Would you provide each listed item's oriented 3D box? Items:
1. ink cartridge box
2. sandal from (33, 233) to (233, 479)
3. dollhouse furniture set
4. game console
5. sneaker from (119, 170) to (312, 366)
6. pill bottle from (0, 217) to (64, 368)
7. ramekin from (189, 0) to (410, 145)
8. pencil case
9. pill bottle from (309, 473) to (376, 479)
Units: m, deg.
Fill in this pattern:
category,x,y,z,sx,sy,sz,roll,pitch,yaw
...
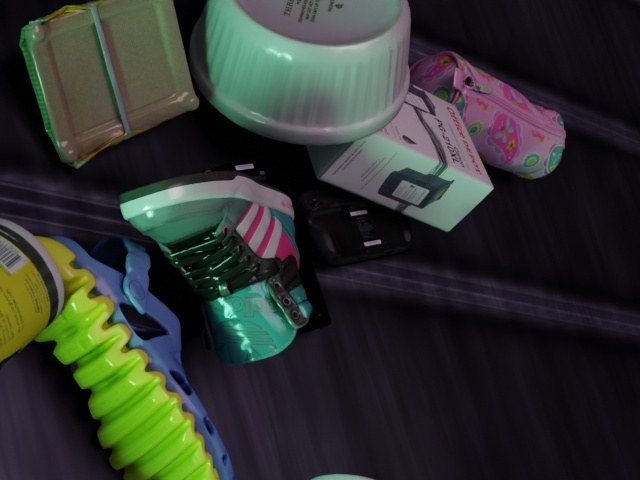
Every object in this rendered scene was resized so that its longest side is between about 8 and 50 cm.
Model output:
category,x,y,z,sx,sy,sz,roll,pitch,yaw
ink cartridge box,0.092,-0.131,1.566,0.237,0.100,0.172,21,37,-37
sandal,-0.174,0.114,1.175,0.317,0.126,0.138,61,35,-7
dollhouse furniture set,-0.271,-0.255,1.297,0.197,0.151,0.302,-29,118,-38
game console,0.000,0.000,1.486,0.361,0.044,0.213,-11,81,-49
sneaker,-0.097,0.036,1.214,0.295,0.123,0.179,11,65,-66
pill bottle,-0.325,0.078,1.022,0.119,0.119,0.208,56,41,-11
ramekin,-0.016,-0.248,1.423,0.272,0.127,0.273,7,48,-8
pencil case,0.248,-0.184,1.792,0.284,0.124,0.124,22,55,-41
pill bottle,0.012,0.394,1.195,0.169,0.169,0.302,38,46,-29
